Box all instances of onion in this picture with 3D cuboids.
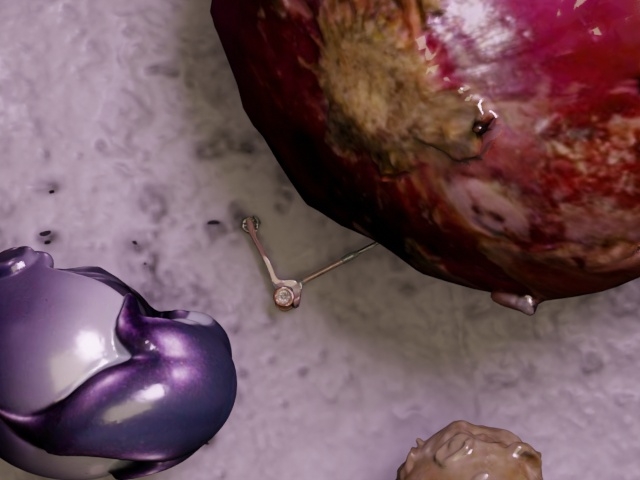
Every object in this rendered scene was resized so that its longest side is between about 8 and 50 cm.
[{"bbox_3d":[0.137,-0.151,1.078,0.385,0.347,0.348,-35,95,-43],"label":"onion"}]

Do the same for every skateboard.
[{"bbox_3d":[0.000,0.000,1.179,0.083,0.032,0.064,-24,83,-2],"label":"skateboard"}]

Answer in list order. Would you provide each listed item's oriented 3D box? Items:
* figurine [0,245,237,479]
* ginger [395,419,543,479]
[{"bbox_3d":[-0.159,0.074,1.106,0.222,0.145,0.145,-1,91,-1],"label":"figurine"},{"bbox_3d":[0.078,0.273,1.119,0.375,0.176,0.256,-44,110,-4],"label":"ginger"}]
